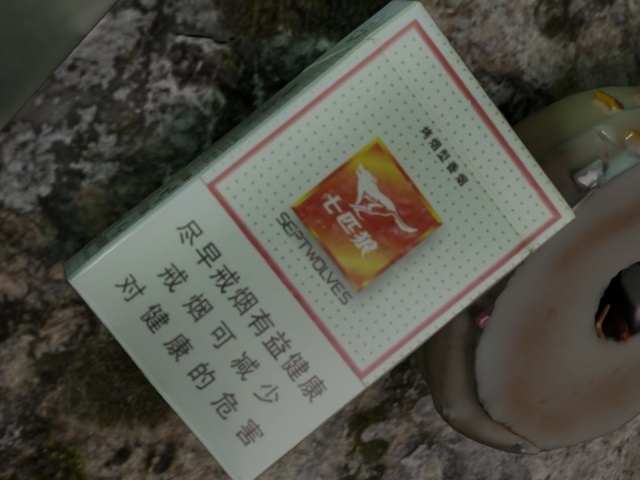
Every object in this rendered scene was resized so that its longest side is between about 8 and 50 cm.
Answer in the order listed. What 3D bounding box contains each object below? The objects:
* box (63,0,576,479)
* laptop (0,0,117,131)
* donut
[{"bbox_3d":[0.000,0.001,1.308,0.330,0.095,0.210,-39,102,-2],"label":"box"},{"bbox_3d":[-0.252,-0.102,1.078,0.269,0.015,0.187,-44,153,20],"label":"laptop"},{"bbox_3d":[0.236,0.020,1.551,0.382,0.142,0.383,-22,136,-23],"label":"donut"}]
